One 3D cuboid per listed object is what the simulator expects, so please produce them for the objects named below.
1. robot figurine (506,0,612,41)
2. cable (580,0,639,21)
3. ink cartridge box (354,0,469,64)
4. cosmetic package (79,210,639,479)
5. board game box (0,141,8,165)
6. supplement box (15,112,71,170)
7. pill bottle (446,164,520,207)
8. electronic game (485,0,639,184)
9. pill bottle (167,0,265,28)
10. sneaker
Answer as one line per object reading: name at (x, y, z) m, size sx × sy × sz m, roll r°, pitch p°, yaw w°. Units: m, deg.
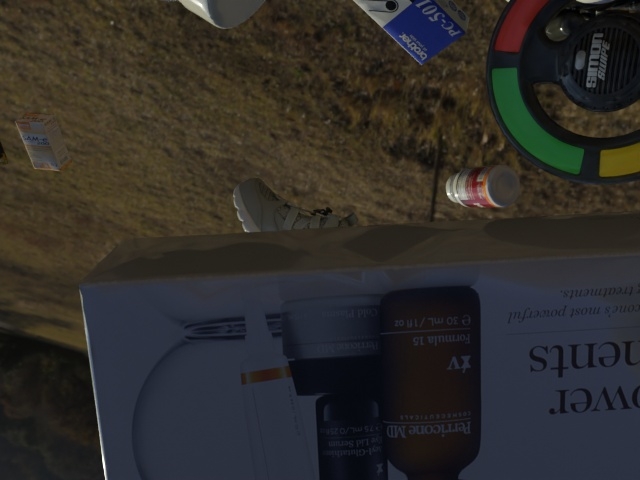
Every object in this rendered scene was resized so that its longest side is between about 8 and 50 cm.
robot figurine at (0.362, -0.417, 1.003) m, size 0.209 × 0.173 × 0.278 m, roll 60°, pitch 177°, yaw -14°
cable at (0.539, -0.390, 1.186) m, size 0.184 × 0.150 × 0.047 m, roll 1°, pitch 126°, yaw 12°
ink cartridge box at (0.124, -0.376, 1.073) m, size 0.207 × 0.046 × 0.097 m, roll 37°, pitch 139°, yaw -23°
cosmetic package at (0.073, 0.136, 0.412) m, size 0.377 × 0.284 × 0.097 m, roll -4°, pitch -165°, yaw -1°
board game box at (-0.416, -0.151, 0.805) m, size 0.048 × 0.141 × 0.170 m, roll -23°, pitch -164°, yaw -24°
supplement box at (-0.492, -0.175, 1.233) m, size 0.062 × 0.036 × 0.098 m, roll 7°, pitch 129°, yaw 20°
pill bottle at (0.333, -0.111, 1.439) m, size 0.086 × 0.086 × 0.152 m, roll 24°, pitch 172°, yaw -25°
electronic game at (0.270, -0.167, 0.655) m, size 0.229 × 0.229 × 0.048 m, roll 1°, pitch -174°, yaw 29°
pill bottle at (-0.242, -0.473, 0.945) m, size 0.392 × 0.224 × 0.224 m, roll 36°, pitch 162°, yaw 11°
sneaker at (0.000, 0.000, 0.898) m, size 0.281 × 0.115 × 0.105 m, roll 44°, pitch -173°, yaw 24°
